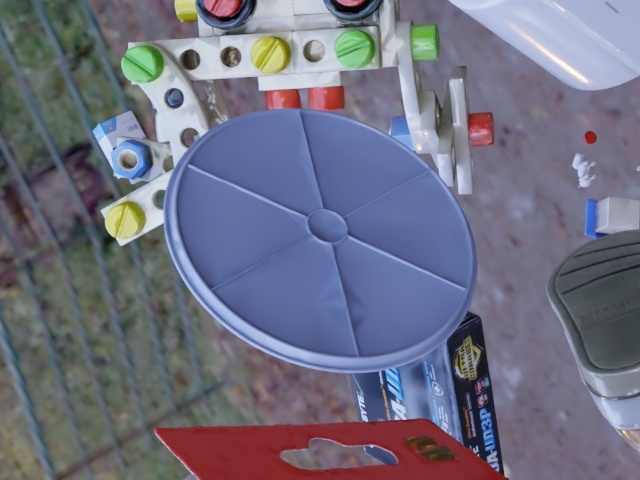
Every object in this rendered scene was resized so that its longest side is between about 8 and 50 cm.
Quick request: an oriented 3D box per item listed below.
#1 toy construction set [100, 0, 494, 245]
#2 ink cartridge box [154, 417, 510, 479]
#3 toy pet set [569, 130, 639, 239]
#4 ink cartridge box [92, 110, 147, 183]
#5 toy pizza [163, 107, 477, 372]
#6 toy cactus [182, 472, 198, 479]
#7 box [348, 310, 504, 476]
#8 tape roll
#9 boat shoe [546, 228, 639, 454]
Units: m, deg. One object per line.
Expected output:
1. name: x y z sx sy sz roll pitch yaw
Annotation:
1. toy construction set: -0.020 -0.112 1.173 0.151 0.328 0.215 -113 19 -83
2. ink cartridge box: 0.123 0.182 0.965 0.385 0.308 0.091 32 108 40
3. toy pet set: 0.342 -0.058 1.653 0.065 0.122 0.114 143 133 -74
4. ink cartridge box: -0.230 -0.107 1.743 0.083 0.048 0.028 62 148 3
5. toy pizza: 0.000 0.000 0.904 0.201 0.201 0.032 52 144 21
6. toy cactus: -0.182 0.334 1.602 0.112 0.180 0.219 -8 125 44
7. box: 0.099 0.149 1.457 0.175 0.051 0.220 25 135 47
8. tape roll: 0.258 -0.292 1.428 0.169 0.246 0.246 30 173 -29
9. boat shoe: 0.266 0.086 1.268 0.302 0.113 0.103 -69 -41 -65
